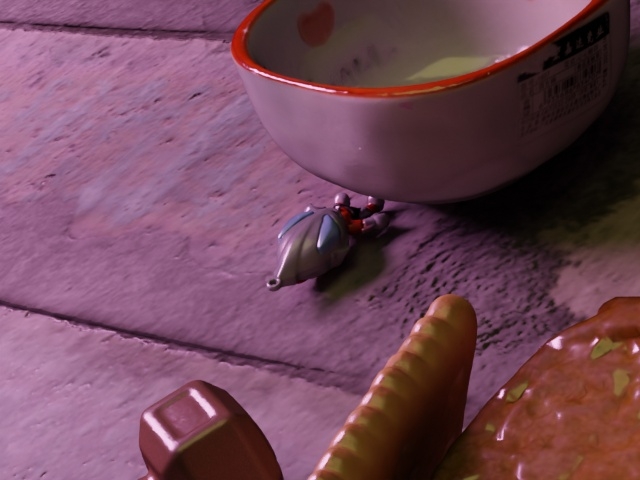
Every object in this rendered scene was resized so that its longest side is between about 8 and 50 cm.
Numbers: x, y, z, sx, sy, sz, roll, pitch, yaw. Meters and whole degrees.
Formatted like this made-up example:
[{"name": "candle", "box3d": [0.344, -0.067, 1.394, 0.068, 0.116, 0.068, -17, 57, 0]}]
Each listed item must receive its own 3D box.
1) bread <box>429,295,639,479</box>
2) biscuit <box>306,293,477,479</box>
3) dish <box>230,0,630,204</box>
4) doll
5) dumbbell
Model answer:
[{"name": "bread", "box3d": [0.169, 0.180, 0.613, 0.337, 0.148, 0.328, 2, 46, 42]}, {"name": "biscuit", "box3d": [0.011, 0.144, 0.729, 0.030, 0.160, 0.249, 18, 36, 17]}, {"name": "dish", "box3d": [0.079, -0.105, 1.094, 0.256, 0.117, 0.256, -11, 31, 7]}, {"name": "doll", "box3d": [0.000, -0.001, 1.078, 0.057, 0.039, 0.114, 33, 42, 14]}, {"name": "dumbbell", "box3d": [-0.127, 0.163, 0.876, 0.231, 0.082, 0.092, -31, 34, -13]}]
